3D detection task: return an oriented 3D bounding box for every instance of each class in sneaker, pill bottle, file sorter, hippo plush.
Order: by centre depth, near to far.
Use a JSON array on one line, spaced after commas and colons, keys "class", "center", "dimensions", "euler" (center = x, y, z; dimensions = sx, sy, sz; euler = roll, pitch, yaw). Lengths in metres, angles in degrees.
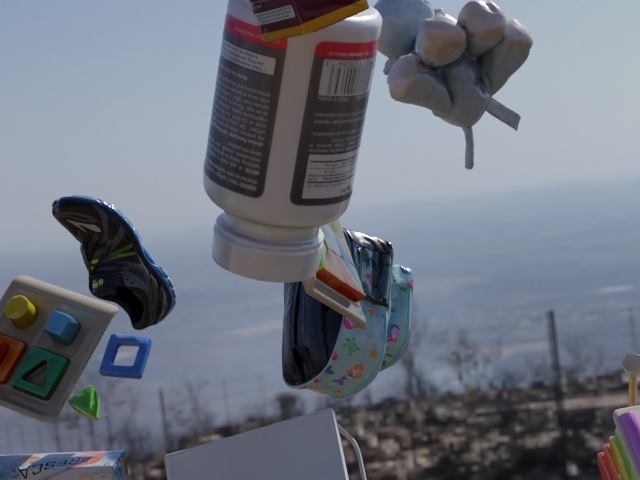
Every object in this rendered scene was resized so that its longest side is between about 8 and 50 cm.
[{"class": "pill bottle", "center": [-0.040, -0.121, 1.579], "dimensions": [0.176, 0.319, 0.176], "euler": [9, 19, -3]}, {"class": "sneaker", "center": [-0.242, 0.025, 1.587], "dimensions": [0.067, 0.188, 0.078], "euler": [-22, 21, 45]}, {"class": "file sorter", "center": [-0.071, 0.410, 2.131], "dimensions": [0.277, 0.193, 0.173], "euler": [-17, -28, 10]}, {"class": "hippo plush", "center": [0.212, -0.325, 2.297], "dimensions": [0.234, 0.236, 0.294], "euler": [-42, -44, 12]}]

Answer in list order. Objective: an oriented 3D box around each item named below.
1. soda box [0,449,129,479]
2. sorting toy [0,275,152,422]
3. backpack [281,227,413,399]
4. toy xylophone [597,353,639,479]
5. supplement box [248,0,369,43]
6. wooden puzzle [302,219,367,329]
[{"class": "soda box", "center": [-0.344, 0.315, 1.794], "dimensions": [0.183, 0.063, 0.058], "euler": [-4, 12, 10]}, {"class": "sorting toy", "center": [-0.403, 0.140, 1.904], "dimensions": [0.347, 0.196, 0.047], "euler": [16, -28, 26]}, {"class": "backpack", "center": [0.036, 0.135, 2.265], "dimensions": [0.191, 0.254, 0.225], "euler": [22, -32, -23]}, {"class": "toy xylophone", "center": [0.414, 0.299, 1.778], "dimensions": [0.081, 0.236, 0.323], "euler": [-15, -41, -2]}, {"class": "supplement box", "center": [-0.036, -0.299, 1.355], "dimensions": [0.080, 0.188, 0.104], "euler": [-26, 13, -23]}, {"class": "wooden puzzle", "center": [0.000, 0.000, 1.963], "dimensions": [0.044, 0.221, 0.238], "euler": [-24, -25, 11]}]
